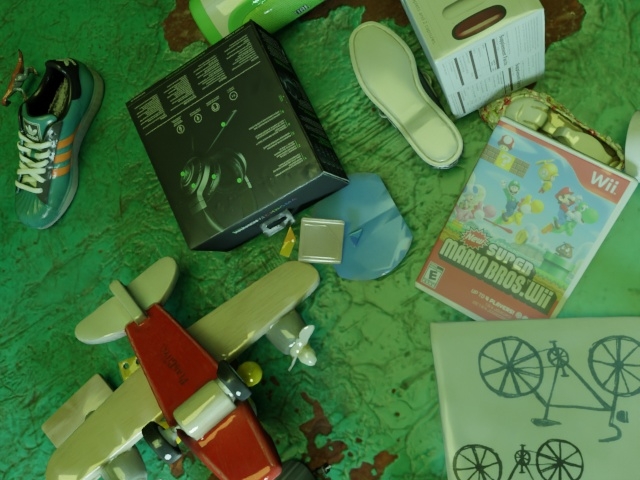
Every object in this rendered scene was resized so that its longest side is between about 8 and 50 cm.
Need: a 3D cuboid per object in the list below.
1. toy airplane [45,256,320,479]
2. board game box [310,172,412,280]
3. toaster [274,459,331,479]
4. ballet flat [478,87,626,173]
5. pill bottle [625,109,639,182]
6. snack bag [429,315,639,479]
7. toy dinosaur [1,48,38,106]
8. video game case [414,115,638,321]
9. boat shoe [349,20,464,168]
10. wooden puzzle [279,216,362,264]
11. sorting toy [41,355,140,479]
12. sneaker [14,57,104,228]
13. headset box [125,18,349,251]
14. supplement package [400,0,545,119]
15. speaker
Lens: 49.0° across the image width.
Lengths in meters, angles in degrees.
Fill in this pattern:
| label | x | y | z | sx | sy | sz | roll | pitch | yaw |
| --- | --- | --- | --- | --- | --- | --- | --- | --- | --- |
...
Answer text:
| label | x | y | z | sx | sy | sz | roll | pitch | yaw |
| --- | --- | --- | --- | --- | --- | --- | --- | --- | --- |
| toy airplane | -0.197 | 0.212 | 1.067 | 0.386 | 0.272 | 0.384 | -9 | 48 | 22 |
| board game box | 0.065 | -0.020 | 1.101 | 0.133 | 0.033 | 0.168 | -32 | 76 | 16 |
| toaster | -0.081 | 0.431 | 1.062 | 0.227 | 0.146 | 0.129 | -37 | 81 | 10 |
| ballet flat | 0.339 | -0.159 | 1.011 | 0.241 | 0.077 | 0.091 | 31 | 96 | 14 |
| pill bottle | 0.534 | -0.117 | 0.904 | 0.246 | 0.136 | 0.136 | 8 | 90 | 36 |
| snack bag | 0.319 | 0.266 | 0.931 | 0.323 | 0.037 | 0.342 | -2 | 69 | -4 |
| toy dinosaur | -0.543 | -0.279 | 1.250 | 0.082 | 0.047 | 0.090 | -39 | 110 | -16 |
| video game case | 0.286 | -0.006 | 1.009 | 0.204 | 0.025 | 0.285 | 29 | 110 | 14 |
| boat shoe | 0.132 | -0.218 | 1.066 | 0.095 | 0.079 | 0.254 | -39 | 82 | 8 |
| wooden puzzle | 0.000 | 0.000 | 1.080 | 0.116 | 0.014 | 0.078 | 11 | 105 | -6 |
| sorting toy | -0.369 | 0.311 | 1.186 | 0.274 | 0.046 | 0.132 | -44 | 78 | 0 |
| sneaker | -0.473 | -0.168 | 1.197 | 0.108 | 0.121 | 0.302 | 19 | 93 | 15 |
| headset box | -0.124 | -0.143 | 1.089 | 0.246 | 0.131 | 0.283 | -30 | 79 | 16 |
| supplement package | 0.189 | -0.342 | 0.972 | 0.145 | 0.204 | 0.261 | -25 | 73 | 12 |
| speaker | -0.054 | -0.408 | 1.095 | 0.297 | 0.131 | 0.131 | -30 | 81 | 12 |
